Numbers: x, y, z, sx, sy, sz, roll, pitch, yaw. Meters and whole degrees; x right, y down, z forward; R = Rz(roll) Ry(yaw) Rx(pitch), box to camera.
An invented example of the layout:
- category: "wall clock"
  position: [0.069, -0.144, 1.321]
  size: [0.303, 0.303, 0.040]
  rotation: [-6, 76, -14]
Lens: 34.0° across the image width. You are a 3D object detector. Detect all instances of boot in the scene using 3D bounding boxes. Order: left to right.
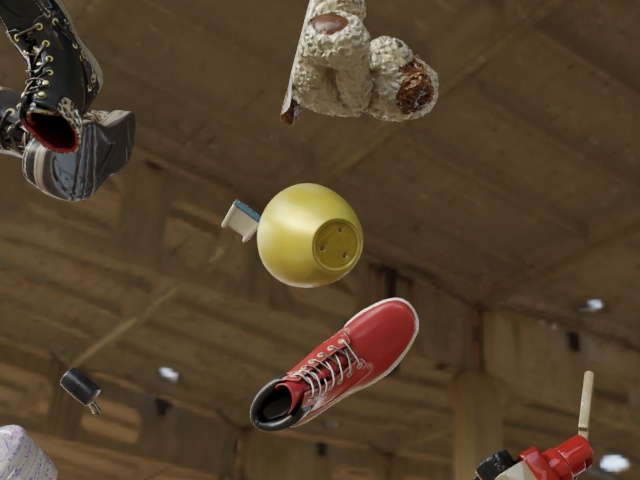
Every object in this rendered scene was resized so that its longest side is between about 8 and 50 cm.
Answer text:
- category: "boot"
  position: [-0.502, -0.179, 1.796]
  size: [0.284, 0.377, 0.138]
  rotation: [13, -70, 6]
- category: "boot"
  position: [-0.391, -0.249, 1.452]
  size: [0.085, 0.179, 0.236]
  rotation: [-21, -50, 17]
- category: "boot"
  position: [0.021, 0.163, 1.356]
  size: [0.244, 0.088, 0.176]
  rotation: [-39, -11, 4]

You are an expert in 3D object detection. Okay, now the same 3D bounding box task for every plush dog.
- category: "plush dog"
  position: [0.070, -0.245, 1.582]
  size: [0.225, 0.262, 0.211]
  rotation: [14, -67, -5]

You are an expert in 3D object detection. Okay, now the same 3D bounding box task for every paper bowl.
- category: "paper bowl"
  position: [-0.512, 0.421, 1.549]
  size: [0.284, 0.284, 0.148]
  rotation: [-21, -69, 36]

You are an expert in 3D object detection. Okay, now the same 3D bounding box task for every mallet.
- category: "mallet"
  position: [-0.384, 0.270, 1.762]
  size: [0.062, 0.039, 0.190]
  rotation: [35, -20, 19]

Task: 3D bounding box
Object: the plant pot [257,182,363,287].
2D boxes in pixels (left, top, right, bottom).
- category: "plant pot"
  position: [0.000, 0.000, 1.297]
  size: [0.134, 0.134, 0.095]
  rotation: [19, 0, -25]

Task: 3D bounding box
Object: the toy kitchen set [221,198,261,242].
- category: "toy kitchen set"
  position: [-0.121, -0.047, 2.369]
  size: [0.166, 0.122, 0.207]
  rotation: [36, 5, -4]

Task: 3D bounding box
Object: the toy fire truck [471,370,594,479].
- category: "toy fire truck"
  position: [0.351, 0.338, 1.597]
  size: [0.246, 0.158, 0.217]
  rotation: [-28, -26, -12]
